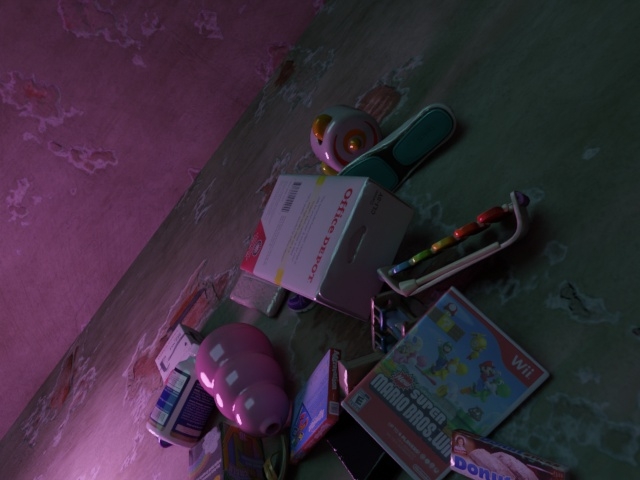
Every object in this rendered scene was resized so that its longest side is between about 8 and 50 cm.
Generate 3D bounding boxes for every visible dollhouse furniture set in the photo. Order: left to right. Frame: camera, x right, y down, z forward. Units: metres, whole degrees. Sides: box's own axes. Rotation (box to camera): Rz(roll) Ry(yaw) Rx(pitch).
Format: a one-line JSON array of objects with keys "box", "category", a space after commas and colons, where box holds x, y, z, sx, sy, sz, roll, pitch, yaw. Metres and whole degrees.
[{"box": [0.104, 0.194, 0.969, 0.129, 0.183, 0.129, -142, 43, -59], "category": "dollhouse furniture set"}]

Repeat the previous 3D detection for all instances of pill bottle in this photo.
[{"box": [-0.373, 0.441, 1.457, 0.153, 0.153, 0.265, 2, 62, 55], "category": "pill bottle"}]

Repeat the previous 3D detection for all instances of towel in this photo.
[{"box": [-0.176, 0.133, 1.588, 0.282, 0.049, 0.187, 11, 71, 56], "category": "towel"}]

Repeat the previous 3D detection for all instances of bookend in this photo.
[{"box": [0.109, 0.363, 0.946, 0.157, 0.072, 0.156, -55, 32, -1], "category": "bookend"}]

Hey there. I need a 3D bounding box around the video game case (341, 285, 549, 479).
[{"box": [0.200, 0.248, 0.844, 0.285, 0.204, 0.025, -49, -13, 10], "category": "video game case"}]

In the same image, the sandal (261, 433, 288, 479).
[{"box": [-0.107, 0.513, 1.097, 0.072, 0.049, 0.180, 140, 147, -68], "category": "sandal"}]

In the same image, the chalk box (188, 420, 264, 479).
[{"box": [-0.209, 0.553, 1.148, 0.132, 0.132, 0.213, -44, 33, 16], "category": "chalk box"}]

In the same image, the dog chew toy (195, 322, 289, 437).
[{"box": [-0.182, 0.351, 1.253, 0.207, 0.206, 0.332, -53, 39, 4], "category": "dog chew toy"}]

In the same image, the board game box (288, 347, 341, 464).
[{"box": [-0.016, 0.352, 1.053, 0.281, 0.027, 0.145, 117, 164, -47], "category": "board game box"}]

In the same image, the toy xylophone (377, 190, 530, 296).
[{"box": [0.256, 0.017, 0.956, 0.322, 0.236, 0.081, -31, 77, 18], "category": "toy xylophone"}]

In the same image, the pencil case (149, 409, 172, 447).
[{"box": [-0.486, 0.577, 1.569, 0.151, 0.064, 0.070, 19, 92, 58], "category": "pencil case"}]

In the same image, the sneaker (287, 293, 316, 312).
[{"box": [-0.033, 0.138, 1.361, 0.170, 0.071, 0.068, -31, 38, 36], "category": "sneaker"}]

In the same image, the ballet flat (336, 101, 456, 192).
[{"box": [0.193, -0.224, 1.364, 0.400, 0.139, 0.139, -38, 35, 25], "category": "ballet flat"}]

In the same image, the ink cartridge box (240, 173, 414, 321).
[{"box": [0.000, 0.000, 1.203, 0.384, 0.160, 0.279, 15, 79, 57], "category": "ink cartridge box"}]

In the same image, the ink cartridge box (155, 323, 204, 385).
[{"box": [-0.451, 0.393, 1.673, 0.159, 0.092, 0.218, -57, 29, -4], "category": "ink cartridge box"}]

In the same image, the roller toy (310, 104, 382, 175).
[{"box": [0.078, -0.304, 1.509, 0.191, 0.209, 0.146, -28, 31, -11], "category": "roller toy"}]

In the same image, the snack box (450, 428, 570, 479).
[{"box": [0.275, 0.339, 0.750, 0.178, 0.022, 0.064, 2, 90, 49], "category": "snack box"}]
